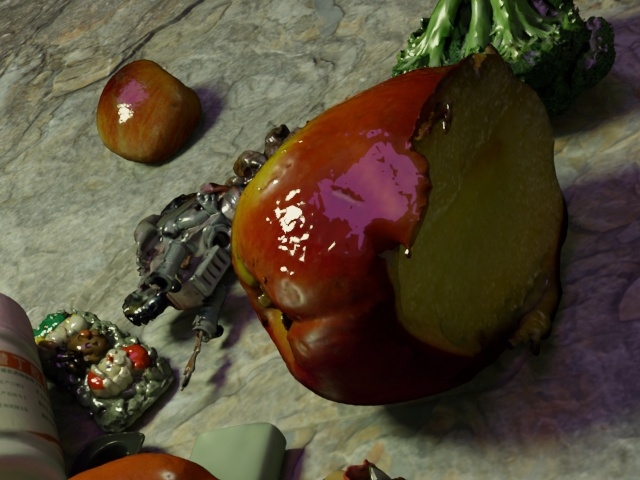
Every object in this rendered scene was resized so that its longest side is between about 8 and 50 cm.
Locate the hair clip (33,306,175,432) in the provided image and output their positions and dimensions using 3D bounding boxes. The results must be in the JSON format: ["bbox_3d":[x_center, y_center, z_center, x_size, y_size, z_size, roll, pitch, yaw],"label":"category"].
[{"bbox_3d":[-0.332,0.158,1.705,0.138,0.091,0.321,-44,37,-23],"label":"hair clip"}]

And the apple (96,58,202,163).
[{"bbox_3d":[-0.310,-0.223,2.139,0.173,0.160,0.195,-57,29,1],"label":"apple"}]

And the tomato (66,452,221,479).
[{"bbox_3d":[-0.178,0.347,1.238,0.259,0.180,0.260,3,58,-5],"label":"tomato"}]

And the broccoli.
[{"bbox_3d":[0.248,-0.279,1.659,0.307,0.275,0.308,-10,13,2],"label":"broccoli"}]

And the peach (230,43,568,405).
[{"bbox_3d":[0.104,-0.025,1.371,0.416,0.339,0.353,-32,34,-8],"label":"peach"}]

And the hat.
[{"bbox_3d":[-0.257,0.287,1.516,0.121,0.050,0.121,-24,30,15],"label":"hat"}]

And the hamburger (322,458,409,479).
[{"bbox_3d":[0.068,0.297,1.157,0.137,0.175,0.175,4,46,23],"label":"hamburger"}]

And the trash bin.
[{"bbox_3d":[-0.105,0.280,1.398,0.116,0.059,0.130,-13,37,23],"label":"trash bin"}]

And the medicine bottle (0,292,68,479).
[{"bbox_3d":[-0.446,0.229,1.561,0.202,0.202,0.316,-31,45,2],"label":"medicine bottle"}]

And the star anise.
[{"bbox_3d":[-0.053,-0.109,1.841,0.197,0.073,0.212,-40,37,-8],"label":"star anise"}]

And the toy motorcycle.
[{"bbox_3d":[-0.180,0.037,1.694,0.207,0.134,0.401,-24,28,27],"label":"toy motorcycle"}]
